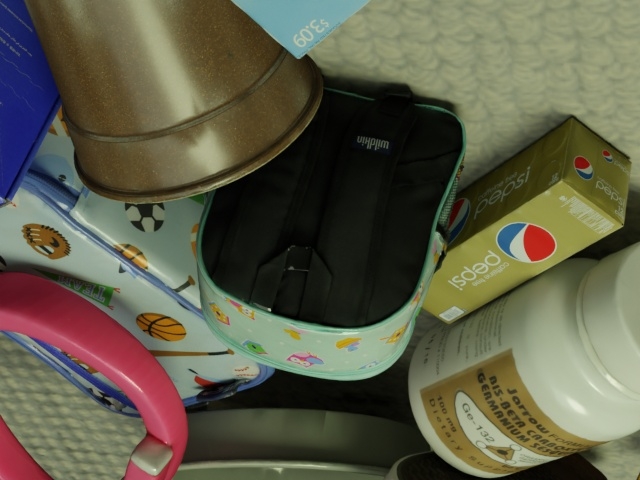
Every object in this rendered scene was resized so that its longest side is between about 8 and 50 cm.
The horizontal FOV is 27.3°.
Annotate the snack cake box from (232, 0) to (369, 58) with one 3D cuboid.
[{"bbox_3d":[0.033,-0.227,0.622,0.264,0.089,0.152,-36,118,29],"label":"snack cake box"}]

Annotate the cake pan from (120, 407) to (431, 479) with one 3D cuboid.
[{"bbox_3d":[-0.031,0.202,1.173,0.293,0.054,0.293,1,160,0],"label":"cake pan"}]

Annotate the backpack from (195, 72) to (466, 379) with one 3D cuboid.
[{"bbox_3d":[0.000,0.000,0.879,0.166,0.188,0.144,15,142,1],"label":"backpack"}]

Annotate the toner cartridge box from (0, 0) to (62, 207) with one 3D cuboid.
[{"bbox_3d":[-0.311,-0.174,0.802,0.075,0.165,0.348,-23,127,39],"label":"toner cartridge box"}]

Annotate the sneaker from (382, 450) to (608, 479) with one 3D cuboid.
[{"bbox_3d":[0.127,0.228,1.081,0.290,0.106,0.123,3,121,-47],"label":"sneaker"}]

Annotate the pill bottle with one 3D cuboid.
[{"bbox_3d":[0.175,0.085,0.946,0.131,0.131,0.229,31,147,-17],"label":"pill bottle"}]

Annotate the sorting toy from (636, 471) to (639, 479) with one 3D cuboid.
[{"bbox_3d":[0.318,0.097,0.997,0.196,0.047,0.348,25,139,1],"label":"sorting toy"}]

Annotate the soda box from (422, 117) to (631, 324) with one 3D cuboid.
[{"bbox_3d":[0.131,-0.010,0.921,0.058,0.061,0.181,34,139,-20],"label":"soda box"}]

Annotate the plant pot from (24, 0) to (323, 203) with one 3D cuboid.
[{"bbox_3d":[-0.101,-0.136,0.782,0.167,0.167,0.165,-3,131,23],"label":"plant pot"}]

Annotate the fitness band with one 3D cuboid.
[{"bbox_3d":[-0.210,0.139,1.031,0.209,0.054,0.291,34,142,5],"label":"fitness band"}]

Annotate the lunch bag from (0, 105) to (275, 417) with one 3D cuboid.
[{"bbox_3d":[-0.178,0.029,1.046,0.243,0.115,0.303,-20,128,40],"label":"lunch bag"}]
